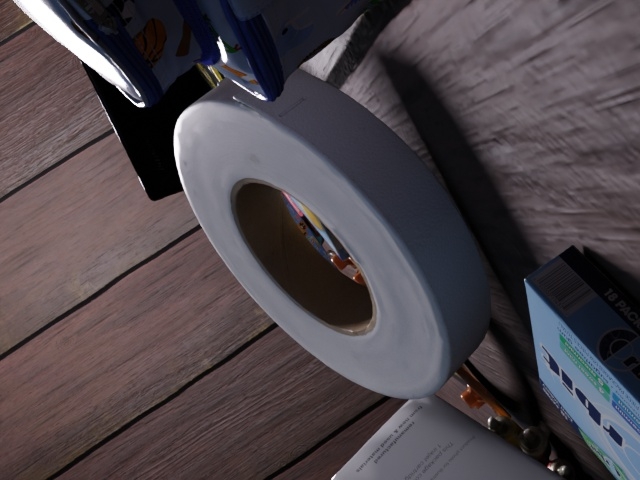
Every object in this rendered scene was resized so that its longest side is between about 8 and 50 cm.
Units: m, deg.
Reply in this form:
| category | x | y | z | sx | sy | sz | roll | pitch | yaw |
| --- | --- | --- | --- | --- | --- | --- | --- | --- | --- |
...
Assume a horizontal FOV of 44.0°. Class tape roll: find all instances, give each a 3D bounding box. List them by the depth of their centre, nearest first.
| category | x | y | z | sx | sy | sz | roll | pitch | yaw |
| --- | --- | --- | --- | --- | --- | --- | --- | --- | --- |
| tape roll | 0.000 | 0.000 | 0.828 | 0.392 | 0.072 | 0.392 | 37 | 152 | 23 |

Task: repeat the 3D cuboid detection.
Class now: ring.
| category | x | y | z | sx | sy | sz | roll | pitch | yaw |
| --- | --- | --- | --- | --- | --- | --- | --- | --- | --- |
| ring | 0.126 | 0.121 | 1.067 | 0.336 | 0.032 | 0.336 | 47 | -178 | -2 |

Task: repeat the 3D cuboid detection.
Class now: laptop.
| category | x | y | z | sx | sy | sz | roll | pitch | yaw |
| --- | --- | --- | --- | --- | --- | --- | --- | --- | --- |
| laptop | -0.294 | -0.275 | 1.636 | 0.382 | 0.236 | 0.408 | 63 | 176 | 3 |

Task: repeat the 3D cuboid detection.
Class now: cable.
| category | x | y | z | sx | sy | sz | roll | pitch | yaw |
| --- | --- | --- | --- | --- | --- | --- | --- | --- | --- |
| cable | 0.283 | 0.284 | 1.000 | 0.139 | 0.072 | 0.287 | 35 | 179 | 25 |

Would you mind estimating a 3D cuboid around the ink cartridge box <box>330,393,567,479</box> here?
| category | x | y | z | sx | sy | sz | roll | pitch | yaw |
| --- | --- | --- | --- | --- | --- | --- | --- | --- | --- |
| ink cartridge box | 0.224 | 0.358 | 0.794 | 0.384 | 0.160 | 0.279 | 27 | 154 | 54 |

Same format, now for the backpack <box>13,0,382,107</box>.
| category | x | y | z | sx | sy | sz | roll | pitch | yaw |
| --- | --- | --- | --- | --- | --- | --- | --- | --- | --- |
| backpack | -0.080 | -0.190 | 0.406 | 0.276 | 0.213 | 0.263 | 51 | -175 | 25 |

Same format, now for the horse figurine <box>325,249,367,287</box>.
| category | x | y | z | sx | sy | sz | roll | pitch | yaw |
| --- | --- | --- | --- | --- | --- | --- | --- | --- | --- |
| horse figurine | 0.026 | -0.022 | 1.272 | 0.263 | 0.066 | 0.174 | 64 | 168 | -2 |

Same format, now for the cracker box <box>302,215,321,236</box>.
| category | x | y | z | sx | sy | sz | roll | pitch | yaw |
| --- | --- | --- | --- | --- | --- | --- | --- | --- | --- |
| cracker box | -0.050 | -0.115 | 1.476 | 0.156 | 0.067 | 0.232 | 57 | 175 | -24 |

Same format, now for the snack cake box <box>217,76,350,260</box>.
| category | x | y | z | sx | sy | sz | roll | pitch | yaw |
| --- | --- | --- | --- | --- | --- | --- | --- | --- | --- |
| snack cake box | -0.021 | -0.115 | 1.006 | 0.264 | 0.089 | 0.152 | 51 | 175 | 46 |

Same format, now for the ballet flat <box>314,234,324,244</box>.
| category | x | y | z | sx | sy | sz | roll | pitch | yaw |
| --- | --- | --- | --- | --- | --- | --- | --- | --- | --- |
| ballet flat | -0.054 | -0.075 | 1.664 | 0.203 | 0.074 | 0.074 | 52 | 177 | -17 |

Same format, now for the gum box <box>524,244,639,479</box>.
| category | x | y | z | sx | sy | sz | roll | pitch | yaw |
| --- | --- | --- | --- | --- | --- | --- | --- | --- | --- |
| gum box | 0.200 | 0.110 | 0.504 | 0.157 | 0.041 | 0.184 | 53 | 176 | 35 |

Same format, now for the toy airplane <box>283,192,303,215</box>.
| category | x | y | z | sx | sy | sz | roll | pitch | yaw |
| --- | --- | --- | --- | --- | --- | --- | --- | --- | --- |
| toy airplane | -0.060 | -0.110 | 1.214 | 0.151 | 0.028 | 0.151 | 51 | 167 | 16 |

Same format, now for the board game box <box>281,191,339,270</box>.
| category | x | y | z | sx | sy | sz | roll | pitch | yaw |
| --- | --- | --- | --- | --- | --- | --- | --- | --- | --- |
| board game box | -0.044 | -0.021 | 1.416 | 0.211 | 0.039 | 0.160 | 56 | 177 | -37 |

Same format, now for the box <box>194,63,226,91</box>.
| category | x | y | z | sx | sy | sz | roll | pitch | yaw |
| --- | --- | --- | --- | --- | --- | --- | --- | --- | --- |
| box | -0.151 | -0.278 | 1.341 | 0.257 | 0.079 | 0.322 | 57 | 176 | -39 |
